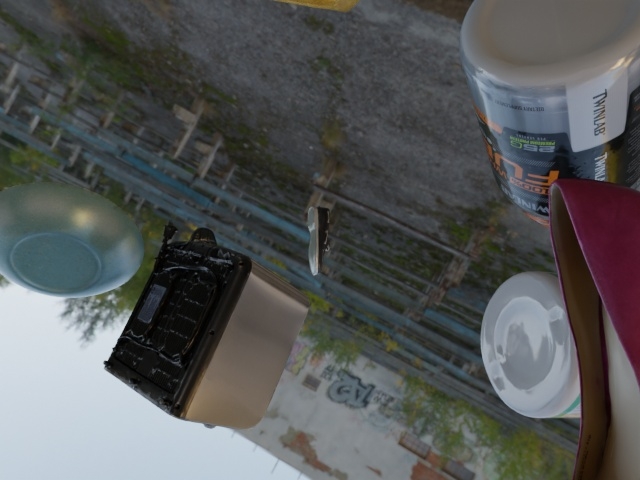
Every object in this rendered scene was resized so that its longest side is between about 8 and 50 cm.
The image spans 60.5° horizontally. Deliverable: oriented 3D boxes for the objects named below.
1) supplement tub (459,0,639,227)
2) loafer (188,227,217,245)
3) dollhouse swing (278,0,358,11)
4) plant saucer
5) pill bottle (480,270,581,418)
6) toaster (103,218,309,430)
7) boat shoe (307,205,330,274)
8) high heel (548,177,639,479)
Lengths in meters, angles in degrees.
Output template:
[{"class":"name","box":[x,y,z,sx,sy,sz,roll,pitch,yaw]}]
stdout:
[{"class":"supplement tub","box":[0.287,-0.150,0.648,0.193,0.194,0.316,25,166,36]},{"class":"loafer","box":[-0.219,0.054,0.987,0.062,0.170,0.061,3,-162,-21]},{"class":"dollhouse swing","box":[-0.077,-0.350,0.355,0.346,0.305,0.315,-13,-124,-43]},{"class":"plant saucer","box":[-0.318,0.017,0.669,0.194,0.195,0.038,29,-147,-32]},{"class":"pill bottle","box":[0.446,0.161,0.824,0.360,0.205,0.204,7,-176,-20]},{"class":"toaster","box":[-0.120,0.088,0.578,0.168,0.186,0.110,8,160,46]},{"class":"boat shoe","box":[0.000,0.000,0.994,0.038,0.125,0.046,2,169,-21]},{"class":"high heel","box":[0.152,0.088,0.308,0.117,0.244,0.082,21,176,-6]}]
